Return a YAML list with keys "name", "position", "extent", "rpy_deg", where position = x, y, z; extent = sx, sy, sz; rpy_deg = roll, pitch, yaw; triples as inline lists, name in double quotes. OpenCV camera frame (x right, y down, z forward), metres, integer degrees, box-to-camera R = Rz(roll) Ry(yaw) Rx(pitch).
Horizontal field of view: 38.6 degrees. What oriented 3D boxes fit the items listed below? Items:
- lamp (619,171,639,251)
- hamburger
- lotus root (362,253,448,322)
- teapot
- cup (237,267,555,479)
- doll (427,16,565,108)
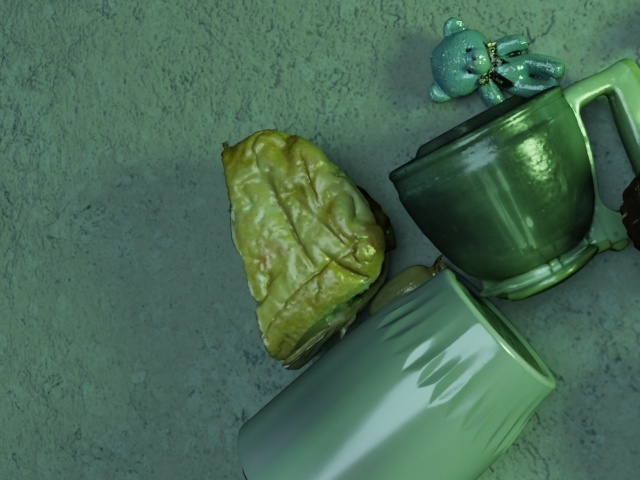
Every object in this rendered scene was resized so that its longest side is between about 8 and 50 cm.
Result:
- name: "lamp"
  position: [0.462, -0.035, 1.021]
  extent: [0.247, 0.247, 0.247]
  rpy_deg: [-2, 85, 22]
- name: "hamburger"
  position: [0.002, -0.001, 1.268]
  extent: [0.209, 0.162, 0.330]
  rpy_deg: [-17, 77, 18]
- name: "lotus root"
  position: [0.121, 0.080, 1.264]
  extent: [0.150, 0.062, 0.073]
  rpy_deg: [-42, 72, 16]
- name: "teapot"
  position: [0.269, -0.064, 1.168]
  extent: [0.239, 0.321, 0.239]
  rpy_deg: [62, 150, -4]
- name: "cup"
  position: [0.095, 0.231, 1.163]
  extent: [0.371, 0.253, 0.253]
  rpy_deg: [-43, 72, 12]
- name: "doll"
  position: [0.232, -0.233, 1.235]
  extent: [0.180, 0.075, 0.120]
  rpy_deg: [15, 95, 23]
